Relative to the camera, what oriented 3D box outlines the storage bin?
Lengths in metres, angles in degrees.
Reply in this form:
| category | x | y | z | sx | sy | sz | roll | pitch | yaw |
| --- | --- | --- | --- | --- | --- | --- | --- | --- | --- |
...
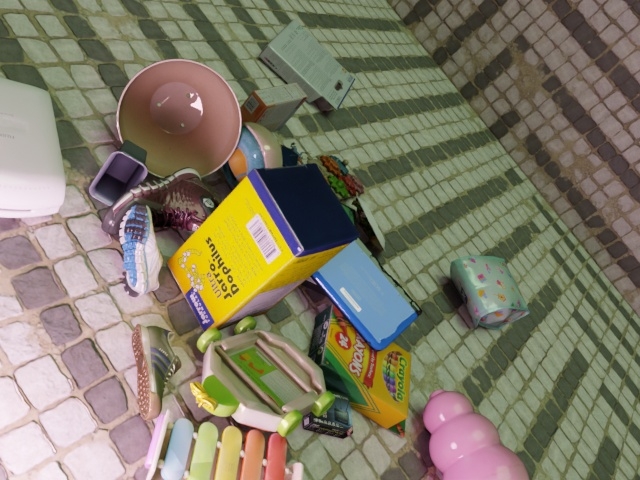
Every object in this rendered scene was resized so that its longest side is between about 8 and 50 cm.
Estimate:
| category | x | y | z | sx | sy | sz | roll | pitch | yaw |
| --- | --- | --- | --- | --- | --- | --- | --- | --- | --- |
| storage bin | -0.432 | -0.150 | 1.389 | 0.098 | 0.135 | 0.091 | 31 | 29 | -23 |

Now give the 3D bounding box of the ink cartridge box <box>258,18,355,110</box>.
| category | x | y | z | sx | sy | sz | roll | pitch | yaw |
| --- | --- | --- | --- | --- | --- | --- | --- | --- | --- |
| ink cartridge box | -0.040 | -0.633 | 2.307 | 0.330 | 0.071 | 0.324 | 43 | 35 | -13 |

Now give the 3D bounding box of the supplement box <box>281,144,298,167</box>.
| category | x | y | z | sx | sy | sz | roll | pitch | yaw |
| --- | --- | --- | --- | --- | --- | --- | --- | --- | --- |
| supplement box | -0.113 | -0.213 | 1.815 | 0.056 | 0.083 | 0.083 | 31 | 38 | -22 |

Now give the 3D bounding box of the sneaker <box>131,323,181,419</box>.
| category | x | y | z | sx | sy | sz | roll | pitch | yaw |
| --- | --- | --- | --- | --- | --- | --- | --- | --- | --- |
| sneaker | -0.302 | 0.245 | 1.197 | 0.086 | 0.064 | 0.192 | 9 | 47 | -35 |

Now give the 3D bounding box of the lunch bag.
| category | x | y | z | sx | sy | sz | roll | pitch | yaw |
| --- | --- | --- | --- | --- | --- | --- | --- | --- | --- |
| lunch bag | 0.547 | 0.169 | 2.089 | 0.262 | 0.160 | 0.223 | 12 | 50 | -48 |

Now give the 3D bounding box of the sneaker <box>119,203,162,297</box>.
| category | x | y | z | sx | sy | sz | roll | pitch | yaw |
| --- | --- | --- | --- | --- | --- | --- | --- | --- | --- |
| sneaker | -0.365 | 0.019 | 1.306 | 0.083 | 0.071 | 0.191 | -5 | 99 | -62 |

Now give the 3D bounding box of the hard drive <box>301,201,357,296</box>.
| category | x | y | z | sx | sy | sz | roll | pitch | yaw |
| --- | --- | --- | --- | --- | --- | --- | --- | --- | --- |
| hard drive | 0.000 | 0.000 | 1.752 | 0.237 | 0.064 | 0.339 | 27 | 41 | -27 |

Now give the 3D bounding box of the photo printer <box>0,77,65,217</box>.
| category | x | y | z | sx | sy | sz | roll | pitch | yaw |
| --- | --- | --- | --- | --- | --- | --- | --- | --- | --- |
| photo printer | -0.636 | -0.181 | 1.215 | 0.256 | 0.107 | 0.308 | 7 | 52 | -43 |

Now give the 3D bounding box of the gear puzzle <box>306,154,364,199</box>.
| category | x | y | z | sx | sy | sz | roll | pitch | yaw |
| --- | --- | --- | --- | --- | --- | --- | --- | --- | --- |
| gear puzzle | 0.041 | -0.205 | 1.937 | 0.175 | 0.044 | 0.339 | 50 | 22 | 7 |

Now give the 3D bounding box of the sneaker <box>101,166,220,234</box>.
| category | x | y | z | sx | sy | sz | roll | pitch | yaw |
| --- | --- | --- | --- | --- | --- | --- | --- | --- | --- |
| sneaker | -0.326 | -0.055 | 1.383 | 0.162 | 0.106 | 0.281 | 43 | 45 | 10 |

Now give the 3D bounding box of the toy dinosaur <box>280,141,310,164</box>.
| category | x | y | z | sx | sy | sz | roll | pitch | yaw |
| --- | --- | --- | --- | --- | --- | --- | --- | --- | --- |
| toy dinosaur | -0.075 | -0.261 | 1.959 | 0.090 | 0.047 | 0.082 | -9 | 68 | -13 |

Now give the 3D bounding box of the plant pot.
| category | x | y | z | sx | sy | sz | roll | pitch | yaw |
| --- | --- | --- | --- | --- | --- | --- | --- | --- | --- |
| plant pot | -0.347 | -0.309 | 1.537 | 0.284 | 0.284 | 0.191 | 29 | 12 | -25 |

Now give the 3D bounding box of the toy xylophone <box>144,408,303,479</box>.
| category | x | y | z | sx | sy | sz | roll | pitch | yaw |
| --- | --- | --- | --- | --- | --- | --- | --- | --- | --- |
| toy xylophone | -0.176 | 0.446 | 1.129 | 0.322 | 0.081 | 0.236 | 24 | 42 | -29 |

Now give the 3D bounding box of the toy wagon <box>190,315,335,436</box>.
| category | x | y | z | sx | sy | sz | roll | pitch | yaw |
| --- | --- | --- | --- | --- | --- | --- | --- | --- | --- |
| toy wagon | -0.137 | 0.281 | 1.269 | 0.267 | 0.068 | 0.344 | 40 | 25 | 23 |

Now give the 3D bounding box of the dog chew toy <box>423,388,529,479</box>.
| category | x | y | z | sx | sy | sz | roll | pitch | yaw |
| --- | --- | --- | --- | --- | --- | --- | --- | --- | --- |
| dog chew toy | 0.361 | 0.519 | 1.538 | 0.206 | 0.207 | 0.332 | 9 | 42 | -42 |

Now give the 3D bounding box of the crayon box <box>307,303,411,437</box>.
| category | x | y | z | sx | sy | sz | roll | pitch | yaw |
| --- | --- | --- | --- | --- | --- | --- | --- | --- | --- |
| crayon box | 0.118 | 0.321 | 1.558 | 0.318 | 0.081 | 0.202 | 35 | 37 | -18 |

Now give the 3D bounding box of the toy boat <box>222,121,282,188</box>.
| category | x | y | z | sx | sy | sz | roll | pitch | yaw |
| --- | --- | --- | --- | --- | --- | --- | --- | --- | --- |
| toy boat | -0.169 | -0.139 | 1.597 | 0.148 | 0.267 | 0.318 | -19 | 88 | -21 |

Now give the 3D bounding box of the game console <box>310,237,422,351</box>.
| category | x | y | z | sx | sy | sz | roll | pitch | yaw |
| --- | --- | --- | --- | --- | --- | --- | --- | --- | --- |
| game console | 0.113 | 0.125 | 1.658 | 0.250 | 0.173 | 0.293 | -38 | 84 | -27 |

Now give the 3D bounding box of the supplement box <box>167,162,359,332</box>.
| category | x | y | z | sx | sy | sz | roll | pitch | yaw |
| --- | --- | --- | --- | --- | --- | --- | --- | --- | --- |
| supplement box | -0.130 | 0.018 | 1.342 | 0.194 | 0.356 | 0.195 | -14 | 69 | -52 |

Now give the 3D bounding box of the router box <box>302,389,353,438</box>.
| category | x | y | z | sx | sy | sz | roll | pitch | yaw |
| --- | --- | --- | --- | --- | --- | --- | --- | --- | --- |
| router box | 0.014 | 0.388 | 1.420 | 0.122 | 0.038 | 0.092 | 24 | 41 | -30 |

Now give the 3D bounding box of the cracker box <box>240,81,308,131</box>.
| category | x | y | z | sx | sy | sz | roll | pitch | yaw |
| --- | --- | --- | --- | --- | --- | --- | --- | --- | --- |
| cracker box | -0.157 | -0.385 | 1.871 | 0.067 | 0.155 | 0.232 | 51 | 35 | 6 |

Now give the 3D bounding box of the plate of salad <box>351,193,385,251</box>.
| category | x | y | z | sx | sy | sz | roll | pitch | yaw |
| --- | --- | --- | --- | --- | --- | --- | --- | --- | --- |
| plate of salad | 0.147 | -0.050 | 1.928 | 0.200 | 0.048 | 0.200 | 61 | 7 | -14 |
